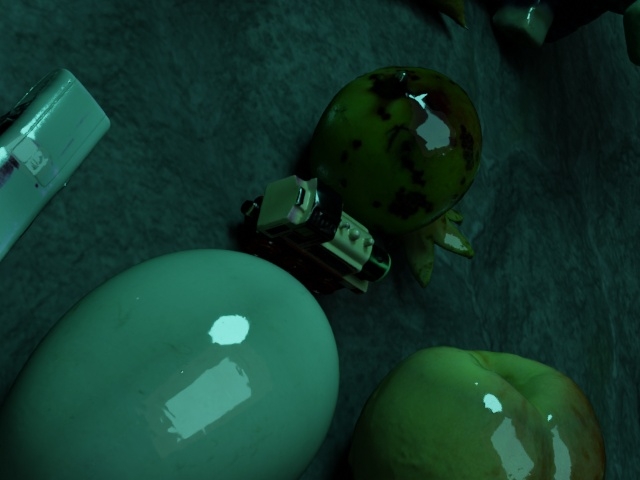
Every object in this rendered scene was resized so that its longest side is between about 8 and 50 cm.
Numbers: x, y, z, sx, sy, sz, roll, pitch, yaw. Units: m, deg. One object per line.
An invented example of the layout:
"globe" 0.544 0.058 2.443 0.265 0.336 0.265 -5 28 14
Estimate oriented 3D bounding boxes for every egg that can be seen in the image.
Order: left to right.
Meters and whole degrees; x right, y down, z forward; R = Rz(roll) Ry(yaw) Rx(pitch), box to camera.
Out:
"egg" -0.097 0.108 0.859 0.264 0.183 0.183 -34 103 -45

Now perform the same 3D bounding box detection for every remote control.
"remote control" -0.205 -0.053 0.917 0.065 0.029 0.166 53 42 -23

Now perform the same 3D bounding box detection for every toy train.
"toy train" 0.000 0.000 1.097 0.138 0.087 0.050 34 54 -37

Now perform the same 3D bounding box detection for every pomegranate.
"pomegranate" 0.084 -0.059 1.176 0.220 0.156 0.156 52 42 -30

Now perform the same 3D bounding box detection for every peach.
"peach" 0.121 0.202 1.099 0.232 0.232 0.232 22 59 -44

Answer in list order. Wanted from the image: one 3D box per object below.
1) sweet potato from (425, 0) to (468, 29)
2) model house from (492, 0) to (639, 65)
"sweet potato" 0.072 -0.292 1.321 0.274 0.067 0.067 31 54 -42
"model house" 0.305 -0.337 1.439 0.243 0.298 0.284 24 94 -41
